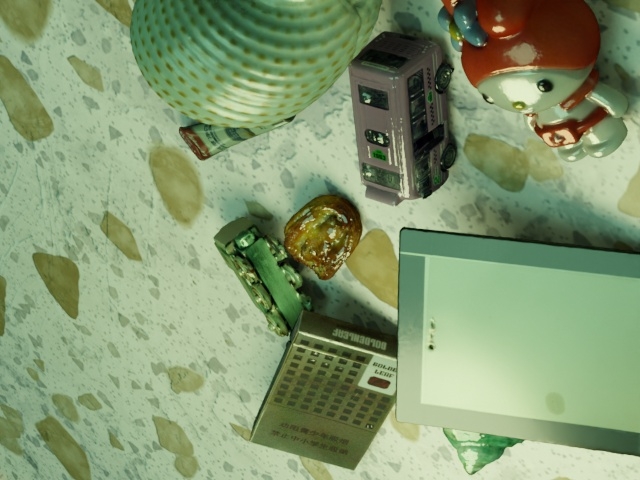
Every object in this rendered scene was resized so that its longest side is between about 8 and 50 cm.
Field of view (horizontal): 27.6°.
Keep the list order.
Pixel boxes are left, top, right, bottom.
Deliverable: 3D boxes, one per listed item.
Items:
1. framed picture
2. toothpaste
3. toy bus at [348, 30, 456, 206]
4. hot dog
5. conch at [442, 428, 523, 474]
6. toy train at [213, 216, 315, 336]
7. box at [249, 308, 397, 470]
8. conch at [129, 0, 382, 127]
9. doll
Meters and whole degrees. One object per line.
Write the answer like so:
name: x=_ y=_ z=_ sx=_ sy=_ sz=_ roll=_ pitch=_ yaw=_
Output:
framed picture: x=0.258 y=0.124 z=1.575 sx=0.347 sy=0.016 sz=0.265 roll=5 pitch=109 yaw=18
toothpaste: x=-0.118 y=-0.158 z=1.826 sx=0.239 sy=0.039 sz=0.062 roll=-13 pitch=119 yaw=51
toy bus: x=0.097 y=-0.143 z=1.573 sx=0.096 sy=0.108 sz=0.198 roll=19 pitch=133 yaw=33
hot dog: x=0.000 y=-0.002 z=1.820 sx=0.099 sy=0.065 sz=0.147 roll=44 pitch=139 yaw=1
conch: x=0.206 y=0.197 z=1.706 sx=0.134 sy=0.196 sz=0.202 roll=-27 pitch=63 yaw=25
toy train: x=-0.079 y=0.058 z=1.927 sx=0.194 sy=0.081 sz=0.125 roll=61 pitch=166 yaw=-25
box: x=0.015 y=0.231 z=1.953 sx=0.180 sy=0.047 sz=0.325 roll=17 pitch=139 yaw=-6
conch: x=-0.048 y=-0.262 z=1.486 sx=0.319 sy=0.303 sz=0.215 roll=-1 pitch=137 yaw=29
doll: x=0.220 y=-0.207 z=1.384 sx=0.161 sy=0.130 sz=0.290 roll=-5 pitch=132 yaw=52
